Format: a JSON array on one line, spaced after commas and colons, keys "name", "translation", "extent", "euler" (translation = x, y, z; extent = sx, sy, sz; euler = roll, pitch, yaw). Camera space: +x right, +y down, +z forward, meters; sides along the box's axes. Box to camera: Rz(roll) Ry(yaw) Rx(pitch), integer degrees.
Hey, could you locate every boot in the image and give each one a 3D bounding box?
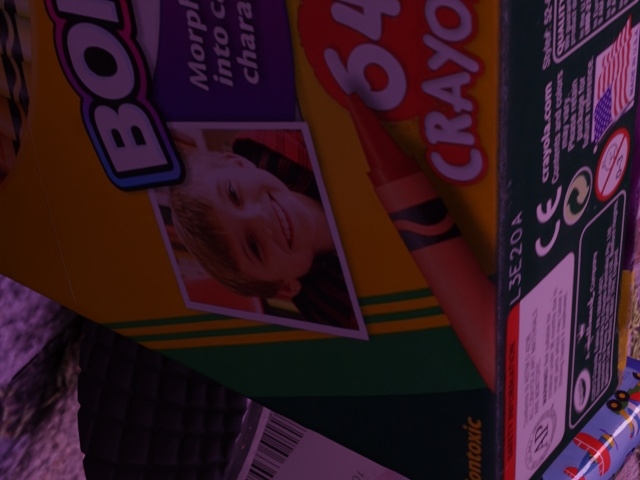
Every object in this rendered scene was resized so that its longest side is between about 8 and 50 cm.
[{"name": "boot", "translation": [0.000, 0.000, 0.759], "extent": [0.222, 0.118, 0.338], "euler": [15, 91, -55]}]

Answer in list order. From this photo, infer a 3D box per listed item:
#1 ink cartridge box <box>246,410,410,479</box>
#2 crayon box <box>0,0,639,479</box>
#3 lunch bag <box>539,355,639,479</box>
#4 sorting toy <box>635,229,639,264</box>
[{"name": "ink cartridge box", "translation": [0.013, 0.224, 0.794], "extent": [0.198, 0.270, 0.197], "euler": [-52, 143, -19]}, {"name": "crayon box", "translation": [-0.043, -0.119, 0.487], "extent": [0.106, 0.313, 0.363], "euler": [-37, 135, -40]}, {"name": "lunch bag", "translation": [0.146, 0.233, 1.127], "extent": [0.221, 0.138, 0.293], "euler": [-39, 149, -35]}, {"name": "sorting toy", "translation": [0.237, -0.023, 1.075], "extent": [0.208, 0.038, 0.193], "euler": [-5, 148, -49]}]
